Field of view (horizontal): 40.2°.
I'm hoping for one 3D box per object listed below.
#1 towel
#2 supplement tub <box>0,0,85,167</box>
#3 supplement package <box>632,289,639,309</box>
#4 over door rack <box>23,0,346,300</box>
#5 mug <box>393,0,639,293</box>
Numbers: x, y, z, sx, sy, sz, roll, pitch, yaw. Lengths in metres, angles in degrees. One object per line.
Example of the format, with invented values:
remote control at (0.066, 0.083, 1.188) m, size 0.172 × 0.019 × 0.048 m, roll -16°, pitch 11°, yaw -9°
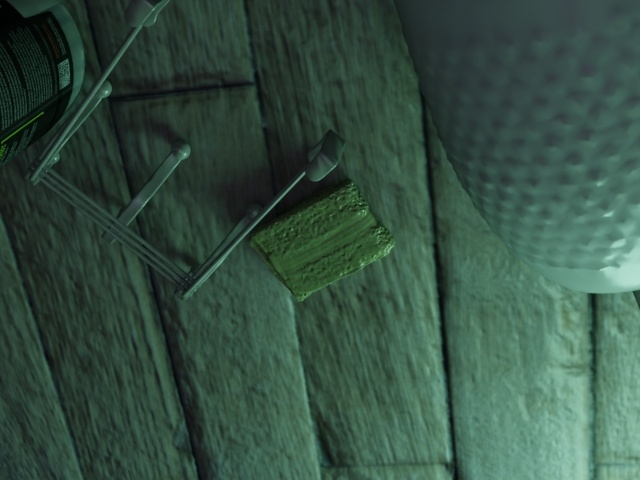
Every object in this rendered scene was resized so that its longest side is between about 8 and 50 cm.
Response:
towel at (0.000, 0.000, 1.005) m, size 0.148 × 0.027 × 0.110 m, roll -30°, pitch 111°, yaw 21°
supplement tub at (-0.367, -0.144, 0.828) m, size 0.193 × 0.316 × 0.194 m, roll 3°, pitch 116°, yaw 6°
supplement package at (0.421, 0.022, 0.914) m, size 0.179 × 0.105 × 0.105 m, roll -10°, pitch 114°, yaw 12°
over door rack at (-0.145, -0.094, 0.922) m, size 0.239 × 0.108 × 0.324 m, roll 39°, pitch 134°, yaw -12°
mug at (0.278, -0.154, 0.783) m, size 0.374 × 0.276 × 0.328 m, roll -29°, pitch 118°, yaw -12°
